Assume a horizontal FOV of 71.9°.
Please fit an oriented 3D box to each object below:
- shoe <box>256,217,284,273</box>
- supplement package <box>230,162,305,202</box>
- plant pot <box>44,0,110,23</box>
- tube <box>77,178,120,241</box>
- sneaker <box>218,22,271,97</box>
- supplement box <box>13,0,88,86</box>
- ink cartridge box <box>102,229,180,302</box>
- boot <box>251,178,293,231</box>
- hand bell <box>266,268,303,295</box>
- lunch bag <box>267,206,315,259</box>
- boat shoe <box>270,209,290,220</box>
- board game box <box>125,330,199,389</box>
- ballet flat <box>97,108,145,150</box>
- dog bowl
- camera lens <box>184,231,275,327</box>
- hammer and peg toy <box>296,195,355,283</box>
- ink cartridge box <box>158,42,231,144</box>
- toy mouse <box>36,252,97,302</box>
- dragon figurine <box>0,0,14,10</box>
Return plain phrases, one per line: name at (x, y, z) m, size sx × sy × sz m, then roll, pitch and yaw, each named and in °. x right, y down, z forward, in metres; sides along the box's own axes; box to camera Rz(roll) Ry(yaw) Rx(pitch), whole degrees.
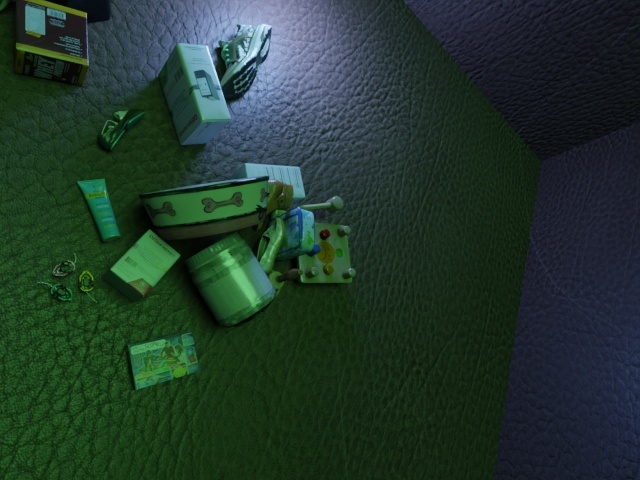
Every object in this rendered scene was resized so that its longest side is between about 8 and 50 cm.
shoe at (-0.186, 0.012, 1.608) m, size 0.058 × 0.077 × 0.218 m, roll 25°, pitch 71°, yaw -35°
supplement package at (-0.204, -0.208, 1.721) m, size 0.244 × 0.139 × 0.133 m, roll -3°, pitch 76°, yaw -37°
plant pot at (-0.815, -0.852, 1.459) m, size 0.188 × 0.167 × 0.187 m, roll -36°, pitch 97°, yaw -38°
tube at (-0.688, -0.098, 1.387) m, size 0.080 × 0.052 × 0.206 m, roll -14°, pitch 78°, yaw -48°
sneaker at (-0.349, -0.753, 1.827) m, size 0.182 × 0.158 × 0.409 m, roll 20°, pitch 61°, yaw 4°
supplement box at (-0.844, -0.621, 1.384) m, size 0.192 × 0.129 × 0.193 m, roll 1°, pitch 75°, yaw -37°
ink cartridge box at (-0.554, 0.080, 1.371) m, size 0.128 × 0.127 × 0.176 m, roll 45°, pitch 54°, yaw -16°
boot at (-0.172, -0.124, 1.613) m, size 0.153 × 0.073 × 0.196 m, roll 2°, pitch 107°, yaw -42°
hand bell at (-0.139, 0.135, 1.591) m, size 0.126 × 0.242 × 0.126 m, roll 12°, pitch 68°, yaw -33°
lunch bag at (-0.118, -0.023, 1.674) m, size 0.090 × 0.219 × 0.175 m, roll 15°, pitch 66°, yaw -38°
boat shoe at (-0.132, -0.098, 1.796) m, size 0.153 × 0.056 × 0.048 m, roll 0°, pitch 85°, yaw -35°
board game box at (-0.491, 0.371, 1.383) m, size 0.201 × 0.035 × 0.136 m, roll -6°, pitch 79°, yaw -38°
ballet flat at (-0.672, -0.389, 1.478) m, size 0.074 × 0.074 × 0.203 m, roll 39°, pitch 58°, yaw -21°
dog bowl at (-0.358, -0.109, 1.430) m, size 0.408 × 0.408 × 0.150 m, roll -16°, pitch 102°, yaw -39°
camera lens at (-0.298, 0.137, 1.486) m, size 0.219 × 0.219 × 0.274 m, roll -35°, pitch 97°, yaw -39°
hammer and peg toy at (0.000, 0.000, 1.815) m, size 0.266 × 0.127 × 0.360 m, roll 3°, pitch 74°, yaw -34°
ink cartridge box at (-0.457, -0.516, 1.589) m, size 0.122 × 0.211 × 0.288 m, roll -15°, pitch 86°, yaw -41°
toy mouse at (-0.741, 0.118, 1.281) m, size 0.143 × 0.031 × 0.160 m, roll -7°, pitch 79°, yaw -38°
dragon figurine at (-0.929, -0.803, 1.344) m, size 0.085 × 0.290 × 0.143 m, roll -65°, pitch 131°, yaw -78°
